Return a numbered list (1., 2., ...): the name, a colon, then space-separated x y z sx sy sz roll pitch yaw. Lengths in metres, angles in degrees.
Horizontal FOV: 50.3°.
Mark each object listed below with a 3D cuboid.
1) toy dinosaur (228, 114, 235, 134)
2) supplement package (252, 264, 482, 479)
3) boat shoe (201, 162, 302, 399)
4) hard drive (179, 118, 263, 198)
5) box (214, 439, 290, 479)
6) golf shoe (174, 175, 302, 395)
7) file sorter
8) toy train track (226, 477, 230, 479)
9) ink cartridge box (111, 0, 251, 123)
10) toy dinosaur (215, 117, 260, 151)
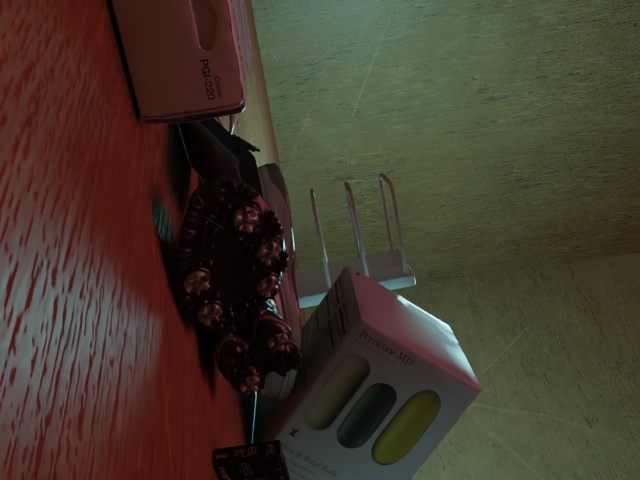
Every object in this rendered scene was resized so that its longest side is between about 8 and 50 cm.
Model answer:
1. toy dinosaur: -0.137 -0.249 1.009 0.112 0.064 0.212 150 -67 -89
2. supplement package: 0.054 0.218 0.980 0.263 0.199 0.198 -56 -168 14
3. boat shoe: -0.085 0.062 0.878 0.118 0.103 0.321 -121 -154 -64
4. hard drive: -0.103 -0.081 0.697 0.135 0.022 0.094 45 -25 38
5. box: -0.068 0.237 0.698 0.018 0.067 0.083 -100 -178 -46
6. golf shoe: -0.094 0.037 0.670 0.273 0.105 0.120 85 -22 -45
7. file sorter: 0.000 0.000 1.183 0.193 0.277 0.173 -98 176 -79
8. toy train track: -0.095 0.247 0.626 0.083 0.014 0.048 42 47 -81
9. ink cartridge box: -0.117 -0.214 0.604 0.218 0.092 0.159 -102 -177 -61
10. toy dinosaur: -0.120 -0.109 0.907 0.118 0.064 0.268 -119 -164 -47
